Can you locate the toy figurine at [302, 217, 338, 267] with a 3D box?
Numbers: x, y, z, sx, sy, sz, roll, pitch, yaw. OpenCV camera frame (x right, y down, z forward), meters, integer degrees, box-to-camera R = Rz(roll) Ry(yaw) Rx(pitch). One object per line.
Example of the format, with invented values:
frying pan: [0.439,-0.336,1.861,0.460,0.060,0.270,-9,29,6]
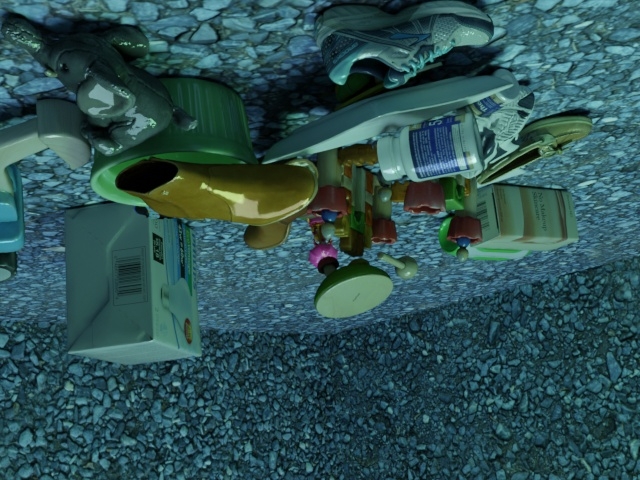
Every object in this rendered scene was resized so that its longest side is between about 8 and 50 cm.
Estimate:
toy figurine: [0.000,0.000,2.389,0.130,0.159,0.173,-7,166,3]

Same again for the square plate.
square plate: [0.112,-0.225,1.597,0.344,0.049,0.347,-18,-178,-37]

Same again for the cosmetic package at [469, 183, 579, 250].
cosmetic package: [0.552,-0.059,2.431,0.296,0.153,0.129,1,164,-32]

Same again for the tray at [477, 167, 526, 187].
tray: [0.358,-0.158,2.203,0.270,0.030,0.145,-17,163,34]

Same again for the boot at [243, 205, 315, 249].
boot: [-0.145,-0.061,2.183,0.284,0.109,0.220,-21,161,37]

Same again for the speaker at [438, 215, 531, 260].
speaker: [0.499,-0.009,2.644,0.297,0.131,0.131,3,163,-33]

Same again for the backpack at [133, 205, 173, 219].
backpack: [-0.327,-0.112,1.894,0.158,0.116,0.173,-3,164,-15]

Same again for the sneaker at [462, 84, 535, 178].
sneaker: [0.375,-0.237,1.813,0.153,0.094,0.235,-35,158,-48]

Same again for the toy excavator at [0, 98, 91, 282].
toy excavator: [-0.651,-0.098,1.680,0.433,0.222,0.445,-5,157,-13]

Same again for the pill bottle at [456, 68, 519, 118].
pill bottle: [0.312,-0.271,1.673,0.067,0.067,0.120,3,163,-32]

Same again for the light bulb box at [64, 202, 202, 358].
light bulb box: [-0.465,0.117,2.236,0.226,0.357,0.361,-7,167,9]

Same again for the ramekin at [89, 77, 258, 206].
ramekin: [-0.267,-0.176,1.613,0.304,0.148,0.303,-6,165,-2]

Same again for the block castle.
block castle: [0.174,-0.074,1.975,0.303,0.212,0.453,-1,171,21]

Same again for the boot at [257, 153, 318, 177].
boot: [-0.129,-0.106,1.776,0.236,0.089,0.269,-36,-165,1]

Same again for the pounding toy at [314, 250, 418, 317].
pounding toy: [0.082,0.070,2.002,0.237,0.110,0.183,-35,146,24]

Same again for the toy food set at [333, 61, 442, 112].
toy food set: [0.099,-0.290,1.530,0.128,0.071,0.218,-26,-176,-42]

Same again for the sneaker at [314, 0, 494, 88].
sneaker: [0.135,-0.296,1.386,0.283,0.122,0.110,-6,165,-5]

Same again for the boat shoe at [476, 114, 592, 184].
boat shoe: [0.471,-0.201,1.966,0.285,0.089,0.105,-18,161,36]

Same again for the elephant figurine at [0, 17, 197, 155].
elephant figurine: [-0.330,-0.248,1.341,0.186,0.169,0.239,-33,152,-11]

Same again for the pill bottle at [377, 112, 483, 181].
pill bottle: [0.208,-0.171,1.682,0.187,0.111,0.112,-10,165,17]

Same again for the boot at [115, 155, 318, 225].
boot: [-0.174,-0.090,1.482,0.295,0.104,0.211,-8,166,22]

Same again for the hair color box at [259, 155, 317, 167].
hair color box: [-0.074,-0.144,1.978,0.141,0.071,0.043,2,164,-33]
